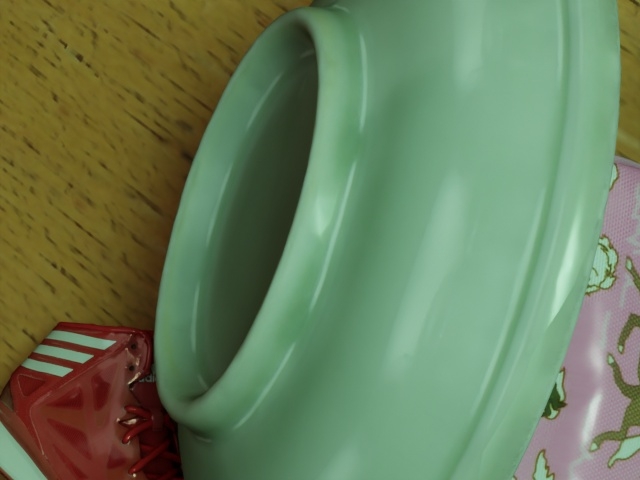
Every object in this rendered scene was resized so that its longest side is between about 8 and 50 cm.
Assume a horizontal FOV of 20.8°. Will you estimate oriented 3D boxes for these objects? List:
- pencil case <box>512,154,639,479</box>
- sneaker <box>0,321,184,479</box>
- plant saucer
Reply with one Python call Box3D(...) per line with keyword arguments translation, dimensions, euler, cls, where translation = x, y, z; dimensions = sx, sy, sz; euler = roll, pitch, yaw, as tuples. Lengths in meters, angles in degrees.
Box3D(translation=(0.092, 0.147, 0.874), dimensions=(0.160, 0.167, 0.386), euler=(17, 74, -19), cls="pencil case")
Box3D(translation=(-0.106, 0.127, 1.041), dimensions=(0.221, 0.087, 0.128), euler=(36, 100, 22), cls="sneaker")
Box3D(translation=(0.000, 0.000, 0.863), dimensions=(0.101, 0.400, 0.400), euler=(17, 91, -19), cls="plant saucer")
